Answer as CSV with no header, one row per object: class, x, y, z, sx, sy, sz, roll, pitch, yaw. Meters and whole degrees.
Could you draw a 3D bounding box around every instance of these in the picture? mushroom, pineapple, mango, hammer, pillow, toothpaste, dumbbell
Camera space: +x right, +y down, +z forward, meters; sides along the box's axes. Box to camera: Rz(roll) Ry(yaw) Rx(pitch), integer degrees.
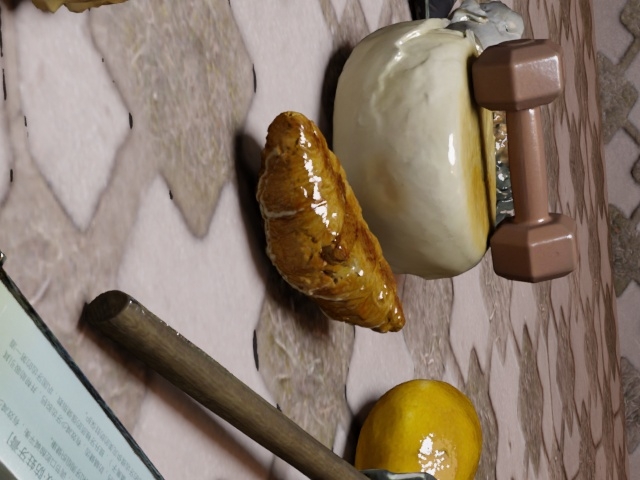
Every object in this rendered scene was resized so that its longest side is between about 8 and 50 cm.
mushroom,0.196,-0.255,1.182,0.278,0.096,0.099,-41,154,-58
pineapple,0.204,-0.087,1.155,0.128,0.128,0.248,55,44,-47
mango,0.106,0.205,0.897,0.227,0.109,0.147,-29,110,-63
hammer,-0.034,0.136,0.649,0.365,0.111,0.043,47,43,-44
pillow,0.149,-0.319,1.145,0.150,0.048,0.090,-63,143,-49
toothpaste,-0.146,0.093,0.412,0.071,0.089,0.312,-77,150,-47
dumbbell,0.198,-0.075,0.866,0.092,0.082,0.230,-47,131,-64

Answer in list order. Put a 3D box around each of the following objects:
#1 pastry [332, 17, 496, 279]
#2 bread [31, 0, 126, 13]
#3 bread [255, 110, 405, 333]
pastry,0.102,-0.087,0.909,0.265,0.133,0.264,-4,90,-66
bread,-0.110,-0.264,0.480,0.274,0.149,0.273,-3,90,-71
bread,0.000,0.000,0.747,0.233,0.076,0.105,59,23,-31
